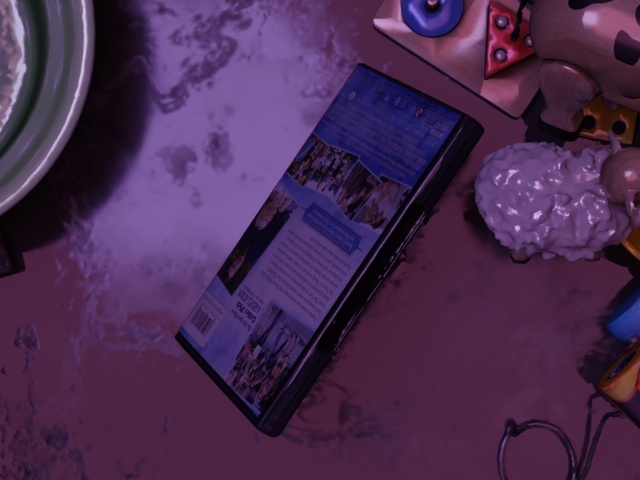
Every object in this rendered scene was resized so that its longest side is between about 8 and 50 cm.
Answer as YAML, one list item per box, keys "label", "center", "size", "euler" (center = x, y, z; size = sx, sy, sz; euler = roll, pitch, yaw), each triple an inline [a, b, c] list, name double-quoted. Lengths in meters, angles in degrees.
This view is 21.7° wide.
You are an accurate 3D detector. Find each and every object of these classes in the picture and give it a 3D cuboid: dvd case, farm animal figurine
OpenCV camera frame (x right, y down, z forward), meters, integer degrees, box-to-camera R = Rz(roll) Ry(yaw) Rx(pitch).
- label: "dvd case"
  center: [0.000, 0.000, 1.177]
  size: [0.022, 0.180, 0.253]
  euler: [33, 92, -29]
- label: "farm animal figurine"
  center: [0.284, -0.126, 1.100]
  size: [0.326, 0.172, 0.330]
  euler: [9, 63, 7]

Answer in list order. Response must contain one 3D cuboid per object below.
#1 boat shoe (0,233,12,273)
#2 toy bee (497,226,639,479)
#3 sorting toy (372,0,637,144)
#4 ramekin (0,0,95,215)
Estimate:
- label: "boat shoe"
  center: [-0.303, 0.038, 1.249]
  size: [0.152, 0.056, 0.049]
  euler: [-29, 83, 3]
- label: "toy bee"
  center: [0.263, 0.084, 1.161]
  size: [0.195, 0.162, 0.298]
  euler: [23, 91, 2]
- label: "sorting toy"
  center: [0.135, -0.176, 1.228]
  size: [0.274, 0.046, 0.132]
  euler: [34, 92, 3]
- label: "ramekin"
  center: [-0.316, -0.141, 1.175]
  size: [0.303, 0.148, 0.303]
  euler: [0, 91, -12]
